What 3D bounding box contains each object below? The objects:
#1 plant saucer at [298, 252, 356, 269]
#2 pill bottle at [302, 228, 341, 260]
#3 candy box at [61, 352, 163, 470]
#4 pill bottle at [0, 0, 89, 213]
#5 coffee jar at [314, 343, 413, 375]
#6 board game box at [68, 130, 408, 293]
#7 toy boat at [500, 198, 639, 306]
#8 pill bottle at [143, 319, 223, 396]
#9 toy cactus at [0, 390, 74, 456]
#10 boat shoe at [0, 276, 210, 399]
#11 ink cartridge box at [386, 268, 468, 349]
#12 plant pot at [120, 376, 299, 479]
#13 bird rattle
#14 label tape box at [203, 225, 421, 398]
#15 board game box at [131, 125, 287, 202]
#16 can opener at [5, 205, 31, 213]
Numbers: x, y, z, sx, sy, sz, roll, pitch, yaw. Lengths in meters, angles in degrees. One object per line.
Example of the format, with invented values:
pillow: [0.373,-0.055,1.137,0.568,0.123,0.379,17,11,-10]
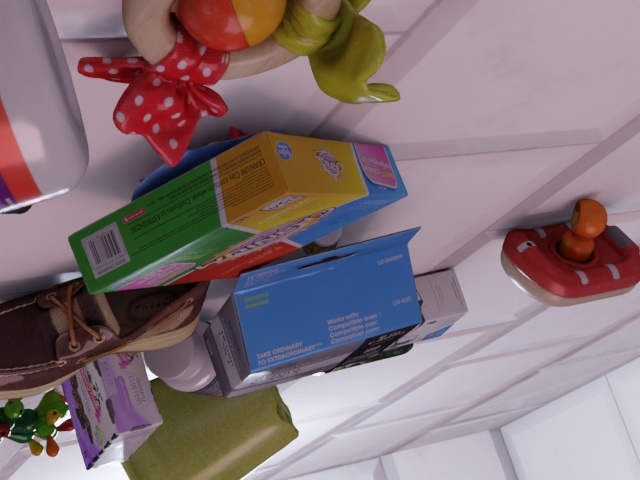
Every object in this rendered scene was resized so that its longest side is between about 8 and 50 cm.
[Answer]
plant saucer: [0.011,0.066,1.823,0.200,0.037,0.200,-16,164,-5]
pill bottle: [0.000,0.000,1.594,0.043,0.043,0.083,-14,162,-13]
candy box: [-0.297,0.211,1.738,0.070,0.165,0.196,-11,161,-27]
pill bottle: [-0.324,-0.076,0.798,0.322,0.182,0.181,-16,163,-4]
coffee jar: [0.059,0.175,2.135,0.184,0.079,0.096,-12,169,-21]
board game box: [-0.074,-0.028,1.313,0.242,0.064,0.316,-26,171,23]
toy boat: [0.389,0.004,1.899,0.231,0.151,0.151,-10,131,-27]
pill bottle: [-0.179,0.170,1.828,0.108,0.108,0.180,-23,163,16]
toy cactus: [-0.472,0.295,1.932,0.180,0.112,0.219,-16,172,0]
boat shoe: [-0.281,0.089,1.479,0.342,0.123,0.123,-11,154,-33]
ink cartridge box: [0.122,0.121,2.033,0.190,0.082,0.139,-13,162,-20]
plant pot: [-0.184,0.302,2.033,0.254,0.276,0.276,-29,163,-1]
bird rattle: [-0.069,-0.171,0.947,0.253,0.143,0.207,-7,152,7]
label tape box: [-0.006,0.103,1.627,0.240,0.106,0.334,-15,168,-16]
board game box: [-0.114,-0.083,1.243,0.168,0.033,0.133,-18,165,-31]
can opener: [-0.331,-0.048,1.083,0.073,0.059,0.186,-30,159,36]
